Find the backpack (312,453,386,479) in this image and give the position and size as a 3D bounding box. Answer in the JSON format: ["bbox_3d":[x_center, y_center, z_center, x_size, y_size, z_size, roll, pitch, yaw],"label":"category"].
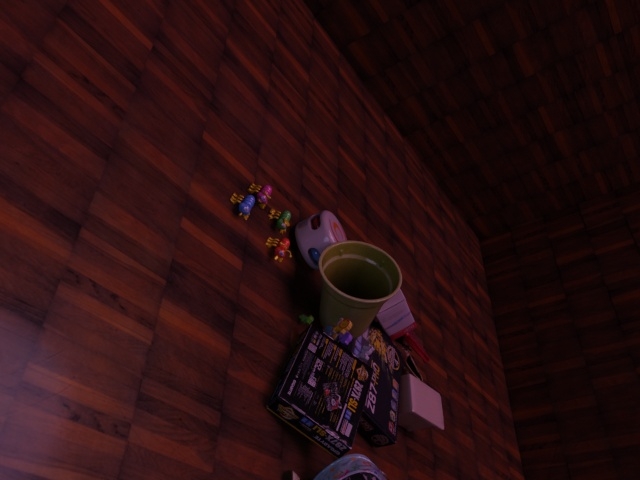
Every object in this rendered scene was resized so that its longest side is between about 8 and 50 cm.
[{"bbox_3d":[0.094,0.719,1.513,0.254,0.225,0.191,57,-4,-17],"label":"backpack"}]

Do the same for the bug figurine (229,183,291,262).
[{"bbox_3d":[-0.169,-0.074,1.796,0.279,0.072,0.216,52,31,-27],"label":"bug figurine"}]

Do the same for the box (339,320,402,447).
[{"bbox_3d":[0.168,0.475,1.967,0.318,0.097,0.395,49,33,-25],"label":"box"}]

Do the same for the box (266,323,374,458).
[{"bbox_3d":[0.010,0.434,1.636,0.257,0.079,0.322,38,34,-7],"label":"box"}]

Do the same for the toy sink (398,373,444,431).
[{"bbox_3d":[0.361,0.645,2.151,0.234,0.131,0.153,38,40,-36],"label":"toy sink"}]

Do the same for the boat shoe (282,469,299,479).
[{"bbox_3d":[-0.074,0.672,1.440,0.045,0.050,0.136,41,37,-32],"label":"boat shoe"}]

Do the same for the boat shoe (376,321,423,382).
[{"bbox_3d":[0.324,0.459,2.247,0.308,0.104,0.110,65,28,-4],"label":"boat shoe"}]

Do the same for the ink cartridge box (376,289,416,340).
[{"bbox_3d":[0.246,0.221,2.107,0.226,0.131,0.306,64,1,32],"label":"ink cartridge box"}]

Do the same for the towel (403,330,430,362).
[{"bbox_3d":[0.364,0.382,2.352,0.199,0.031,0.275,50,7,-28],"label":"towel"}]

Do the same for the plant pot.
[{"bbox_3d":[0.104,0.184,1.848,0.275,0.254,0.276,9,41,-8],"label":"plant pot"}]

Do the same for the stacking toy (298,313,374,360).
[{"bbox_3d":[0.051,0.300,1.776,0.167,0.221,0.052,51,61,-33],"label":"stacking toy"}]

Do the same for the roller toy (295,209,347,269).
[{"bbox_3d":[0.000,0.000,1.962,0.191,0.146,0.210,13,55,-70],"label":"roller toy"}]
